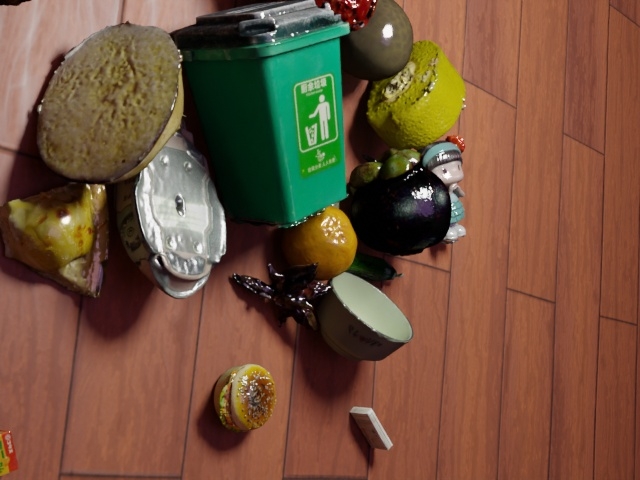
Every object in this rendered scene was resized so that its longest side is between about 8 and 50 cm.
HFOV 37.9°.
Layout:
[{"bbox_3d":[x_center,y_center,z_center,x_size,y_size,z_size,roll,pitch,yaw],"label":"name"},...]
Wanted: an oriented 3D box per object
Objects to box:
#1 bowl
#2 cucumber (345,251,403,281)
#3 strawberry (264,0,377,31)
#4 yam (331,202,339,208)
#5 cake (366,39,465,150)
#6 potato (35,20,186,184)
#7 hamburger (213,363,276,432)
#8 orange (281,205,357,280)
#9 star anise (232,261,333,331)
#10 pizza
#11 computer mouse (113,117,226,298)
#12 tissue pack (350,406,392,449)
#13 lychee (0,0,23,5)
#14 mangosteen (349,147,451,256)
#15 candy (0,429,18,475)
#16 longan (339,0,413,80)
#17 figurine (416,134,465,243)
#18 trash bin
[{"bbox_3d":[0.076,0.171,1.918,0.211,0.112,0.211,32,22,-14],"label":"bowl"},{"bbox_3d":[0.090,0.054,2.018,0.250,0.056,0.056,15,75,-43],"label":"cucumber"},{"bbox_3d":[-0.015,-0.517,1.832,0.274,0.220,0.274,12,61,-24],"label":"strawberry"},{"bbox_3d":[0.019,-0.047,1.961,0.043,0.043,0.094,6,83,-45],"label":"yam"},{"bbox_3d":[0.211,-0.318,2.054,0.156,0.179,0.261,43,38,-32],"label":"cake"},{"bbox_3d":[-0.334,-0.205,1.522,0.116,0.239,0.299,74,26,-64],"label":"potato"},{"bbox_3d":[-0.140,0.293,1.737,0.141,0.081,0.127,13,77,-45],"label":"hamburger"},{"bbox_3d":[0.000,0.000,1.859,0.158,0.136,0.159,11,65,-23],"label":"orange"},{"bbox_3d":[-0.052,0.095,1.815,0.212,0.157,0.053,50,15,-28],"label":"star anise"},{"bbox_3d":[-0.406,0.005,1.496,0.188,0.080,0.204,-16,99,-45],"label":"pizza"},{"bbox_3d":[-0.279,-0.080,1.617,0.199,0.115,0.389,16,58,-49],"label":"computer mouse"},{"bbox_3d":[0.109,0.403,2.000,0.023,0.056,0.108,-45,118,-36],"label":"tissue pack"},{"bbox_3d":[-0.462,-0.472,1.371,0.260,0.260,0.261,6,82,-45],"label":"lychee"},{"bbox_3d":[0.165,-0.081,1.987,0.243,0.243,0.243,6,82,-45],"label":"mangosteen"},{"bbox_3d":[-0.515,0.330,1.382,0.122,0.038,0.062,-16,98,-45],"label":"candy"},{"bbox_3d":[0.101,-0.436,1.980,0.198,0.198,0.212,-22,67,-44],"label":"longan"},{"bbox_3d":[0.295,-0.121,2.208,0.138,0.110,0.246,-20,105,-47],"label":"figurine"},{"bbox_3d":[-0.106,-0.234,1.711,0.259,0.295,0.381,-26,115,-44],"label":"trash bin"}]
